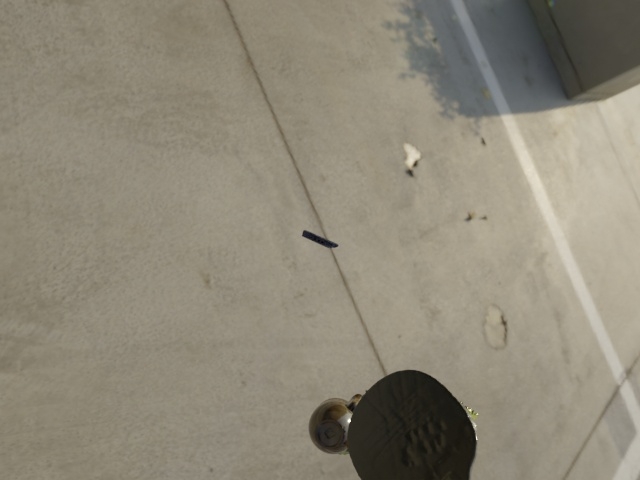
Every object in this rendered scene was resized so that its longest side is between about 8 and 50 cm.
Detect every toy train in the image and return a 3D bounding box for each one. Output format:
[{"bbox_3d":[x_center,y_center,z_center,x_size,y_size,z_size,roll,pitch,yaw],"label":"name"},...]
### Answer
[{"bbox_3d":[0.000,0.000,1.338,0.083,0.017,0.017,24,6,10],"label":"toy train"}]

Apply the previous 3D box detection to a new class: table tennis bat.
[{"bbox_3d":[0.109,0.223,0.613,0.022,0.131,0.234,44,1,-40],"label":"table tennis bat"}]

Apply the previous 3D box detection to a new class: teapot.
[{"bbox_3d":[0.039,0.257,0.823,0.110,0.085,0.080,49,7,8],"label":"teapot"}]

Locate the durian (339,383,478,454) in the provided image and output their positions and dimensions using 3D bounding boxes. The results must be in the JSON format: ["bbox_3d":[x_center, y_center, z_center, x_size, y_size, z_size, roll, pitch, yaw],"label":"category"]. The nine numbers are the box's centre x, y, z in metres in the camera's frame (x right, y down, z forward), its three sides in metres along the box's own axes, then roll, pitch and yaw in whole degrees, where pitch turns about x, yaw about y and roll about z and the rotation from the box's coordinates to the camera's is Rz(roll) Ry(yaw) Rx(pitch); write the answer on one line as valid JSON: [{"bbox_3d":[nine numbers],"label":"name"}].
[{"bbox_3d":[0.151,0.400,1.356,0.169,0.352,0.158,59,32,-2],"label":"durian"}]
